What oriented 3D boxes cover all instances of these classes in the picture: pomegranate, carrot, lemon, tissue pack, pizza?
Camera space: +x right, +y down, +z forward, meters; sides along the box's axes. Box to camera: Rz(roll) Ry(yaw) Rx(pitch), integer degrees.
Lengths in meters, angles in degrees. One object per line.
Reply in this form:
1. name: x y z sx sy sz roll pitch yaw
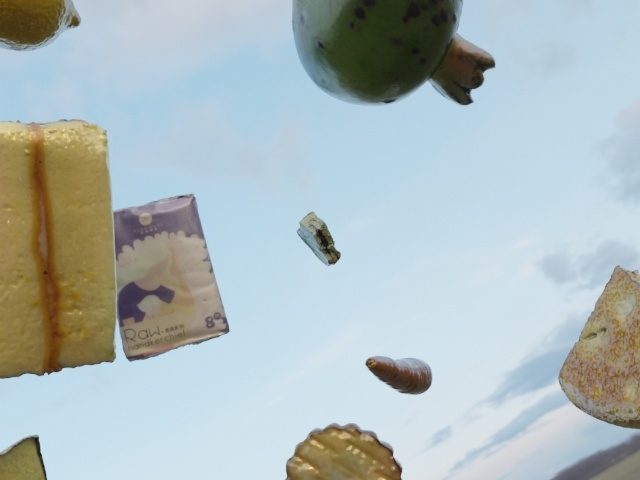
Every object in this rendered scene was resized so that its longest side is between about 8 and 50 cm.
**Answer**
1. pomegranate: 0.083 -0.234 0.704 0.248 0.202 0.202 24 -54 -23
2. carrot: 0.090 0.155 0.762 0.048 0.048 0.216 -36 -25 11
3. lemon: -0.510 -0.408 1.057 0.244 0.186 0.187 20 -53 -33
4. tissue pack: -0.362 0.083 1.485 0.243 0.343 0.125 -15 0 -13
5. pizza: 0.268 0.088 0.534 0.046 0.134 0.175 12 -11 -16

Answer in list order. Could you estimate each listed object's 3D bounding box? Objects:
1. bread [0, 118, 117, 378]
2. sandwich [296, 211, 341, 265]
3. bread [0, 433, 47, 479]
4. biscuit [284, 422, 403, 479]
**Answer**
1. bread: -0.320 0.007 0.760 0.168 0.263 0.163 -6 -26 -25
2. sandwich: 0.000 0.000 1.234 0.036 0.104 0.093 -37 -6 -15
3. bread: -0.490 0.413 0.942 0.178 0.135 0.240 -55 -11 34
4. biscuit: 0.041 0.334 0.981 0.183 0.118 0.061 5 -11 11
